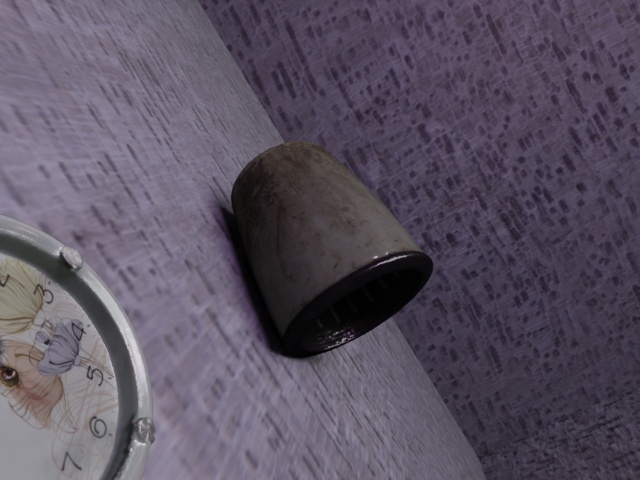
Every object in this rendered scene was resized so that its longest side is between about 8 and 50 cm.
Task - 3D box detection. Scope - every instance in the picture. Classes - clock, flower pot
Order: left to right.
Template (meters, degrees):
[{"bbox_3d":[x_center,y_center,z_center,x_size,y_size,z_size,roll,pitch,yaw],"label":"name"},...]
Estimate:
[{"bbox_3d":[-0.205,0.090,0.329,0.236,0.053,0.236,56,13,-21],"label":"clock"},{"bbox_3d":[0.000,0.000,0.926,0.330,0.294,0.293,60,9,27],"label":"flower pot"}]
